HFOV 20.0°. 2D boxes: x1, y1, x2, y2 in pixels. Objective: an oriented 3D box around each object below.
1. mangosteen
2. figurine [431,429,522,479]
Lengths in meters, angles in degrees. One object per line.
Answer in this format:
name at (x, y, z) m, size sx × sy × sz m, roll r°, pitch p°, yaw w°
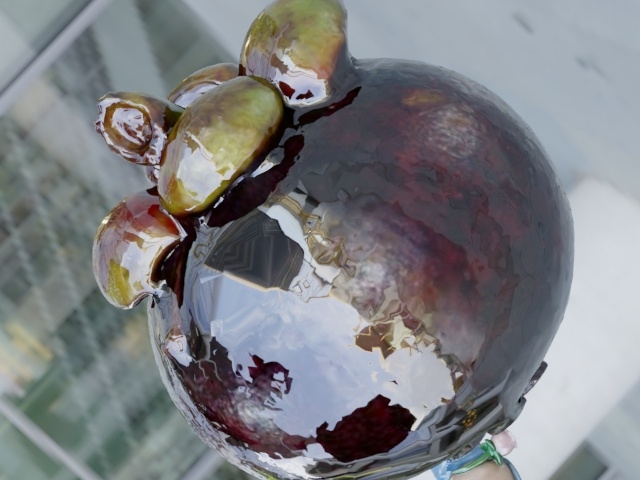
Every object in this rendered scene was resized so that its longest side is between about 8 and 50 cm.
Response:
mangosteen at (0.000, 0.000, 1.213) m, size 0.347 × 0.307 × 0.307 m, roll 43°, pitch 176°, yaw -12°
figurine at (0.175, 0.272, 2.117) m, size 0.144 × 0.114 × 0.178 m, roll 85°, pitch 160°, yaw -45°
